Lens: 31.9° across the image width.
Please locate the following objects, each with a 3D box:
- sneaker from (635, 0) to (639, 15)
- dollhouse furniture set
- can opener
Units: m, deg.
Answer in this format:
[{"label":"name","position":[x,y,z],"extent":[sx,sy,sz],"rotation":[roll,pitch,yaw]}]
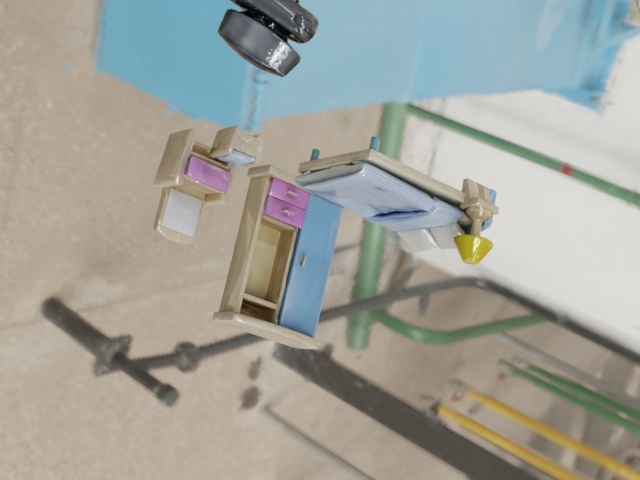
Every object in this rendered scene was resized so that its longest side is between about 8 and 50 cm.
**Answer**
[{"label":"sneaker","position":[0.654,-0.381,1.679],"extent":[0.366,0.210,0.137],"rotation":[-8,82,-40]},{"label":"dollhouse furniture set","position":[0.000,0.000,1.264],"extent":[0.286,0.303,0.198],"rotation":[22,73,-36]},{"label":"can opener","position":[-0.081,-0.216,0.914],"extent":[0.073,0.186,0.059],"rotation":[-51,-176,-14]}]
